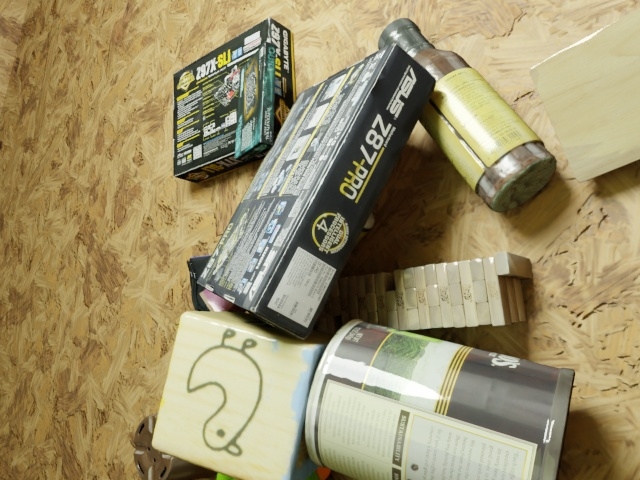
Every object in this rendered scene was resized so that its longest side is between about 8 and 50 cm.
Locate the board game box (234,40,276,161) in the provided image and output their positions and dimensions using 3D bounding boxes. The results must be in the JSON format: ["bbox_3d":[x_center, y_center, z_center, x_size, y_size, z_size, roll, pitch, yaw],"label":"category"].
[{"bbox_3d":[-0.120,-0.250,0.953,0.126,0.026,0.186,-12,74,60],"label":"board game box"}]

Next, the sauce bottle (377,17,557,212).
[{"bbox_3d":[0.196,-0.200,0.757,0.111,0.111,0.344,-43,60,27],"label":"sauce bottle"}]

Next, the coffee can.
[{"bbox_3d":[0.148,0.224,0.639,0.275,0.201,0.202,9,89,28],"label":"coffee can"}]

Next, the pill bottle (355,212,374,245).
[{"bbox_3d":[0.000,0.000,0.892,0.184,0.103,0.103,-49,57,23],"label":"pill bottle"}]

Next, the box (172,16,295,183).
[{"bbox_3d":[-0.194,-0.285,1.112,0.322,0.079,0.257,-13,74,37],"label":"box"}]

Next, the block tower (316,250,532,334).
[{"bbox_3d":[0.136,0.091,0.776,0.335,0.091,0.097,-14,75,38],"label":"block tower"}]

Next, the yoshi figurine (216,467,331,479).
[{"bbox_3d":[-0.100,0.492,0.837,0.203,0.203,0.362,-18,61,56],"label":"yoshi figurine"}]

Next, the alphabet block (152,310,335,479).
[{"bbox_3d":[-0.086,0.212,0.733,0.197,0.193,0.193,10,83,18],"label":"alphabet block"}]

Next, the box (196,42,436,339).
[{"bbox_3d":[-0.028,-0.073,0.783,0.318,0.097,0.395,5,66,63],"label":"box"}]

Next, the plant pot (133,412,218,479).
[{"bbox_3d":[-0.256,0.393,1.003,0.167,0.165,0.167,-6,80,38],"label":"plant pot"}]

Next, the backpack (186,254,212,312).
[{"bbox_3d":[-0.204,0.091,1.046,0.098,0.101,0.120,-9,82,46],"label":"backpack"}]

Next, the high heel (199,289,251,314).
[{"bbox_3d":[-0.044,0.172,0.916,0.181,0.127,0.377,-38,74,-10],"label":"high heel"}]

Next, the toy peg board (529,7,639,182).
[{"bbox_3d":[0.376,-0.179,0.643,0.161,0.079,0.161,-25,84,35],"label":"toy peg board"}]
